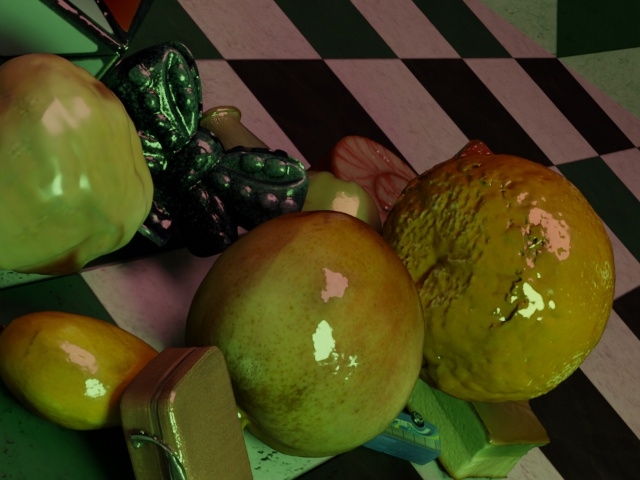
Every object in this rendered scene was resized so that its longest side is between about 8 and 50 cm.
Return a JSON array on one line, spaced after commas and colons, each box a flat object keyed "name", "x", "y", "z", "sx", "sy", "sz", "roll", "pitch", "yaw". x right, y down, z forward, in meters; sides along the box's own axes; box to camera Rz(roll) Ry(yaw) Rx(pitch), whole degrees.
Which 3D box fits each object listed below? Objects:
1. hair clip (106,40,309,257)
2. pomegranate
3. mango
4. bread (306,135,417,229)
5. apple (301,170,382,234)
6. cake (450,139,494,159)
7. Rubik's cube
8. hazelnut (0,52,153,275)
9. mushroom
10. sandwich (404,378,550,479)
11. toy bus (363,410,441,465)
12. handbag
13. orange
[{"name": "hair clip", "x": -0.172, "y": -0.100, "z": 1.698, "sx": 0.310, "sy": 0.206, "sz": 0.194, "roll": 44, "pitch": 9, "yaw": -9}, {"name": "pomegranate", "x": -0.026, "y": 0.118, "z": 1.576, "sx": 0.319, "sy": 0.319, "sz": 0.319, "roll": 34, "pitch": 29, "yaw": -21}, {"name": "mango", "x": -0.243, "y": 0.147, "z": 1.404, "sx": 0.227, "sy": 0.109, "sz": 0.147, "roll": 24, "pitch": 13, "yaw": -40}, {"name": "bread", "x": 0.101, "y": -0.016, "z": 2.112, "sx": 0.295, "sy": 0.114, "sz": 0.327, "roll": 3, "pitch": 50, "yaw": -54}, {"name": "apple", "x": 0.000, "y": 0.000, "z": 1.852, "sx": 0.200, "sy": 0.200, "sz": 0.200, "roll": 34, "pitch": 29, "yaw": -21}, {"name": "cake", "x": 0.184, "y": -0.071, "z": 2.011, "sx": 0.262, "sy": 0.158, "sz": 0.159, "roll": 9, "pitch": 42, "yaw": -48}, {"name": "Rubik's cube", "x": -0.383, "y": -0.275, "z": 1.650, "sx": 0.248, "sy": 0.246, "sz": 0.250, "roll": 35, "pitch": 28, "yaw": -16}, {"name": "hazelnut", "x": -0.324, "y": -0.085, "z": 1.477, "sx": 0.261, "sy": 0.261, "sz": 0.241, "roll": 10, "pitch": 27, "yaw": -49}, {"name": "mushroom", "x": -0.099, "y": -0.102, "z": 1.975, "sx": 0.247, "sy": 0.096, "sz": 0.108, "roll": 50, "pitch": 34, "yaw": 13}, {"name": "sandwich", "x": 0.218, "y": 0.238, "z": 1.923, "sx": 0.186, "sy": 0.108, "sz": 0.220, "roll": 9, "pitch": 41, "yaw": -50}, {"name": "toy bus", "x": 0.099, "y": 0.262, "z": 1.785, "sx": 0.153, "sy": 0.051, "sz": 0.061, "roll": 24, "pitch": 39, "yaw": -36}, {"name": "handbag", "x": -0.141, "y": 0.218, "z": 1.379, "sx": 0.151, "sy": 0.072, "sz": 0.193, "roll": -38, "pitch": 122, "yaw": -61}, {"name": "orange", "x": 0.238, "y": 0.053, "z": 1.760, "sx": 0.293, "sy": 0.340, "sz": 0.340, "roll": 17, "pitch": 38, "yaw": -44}]
